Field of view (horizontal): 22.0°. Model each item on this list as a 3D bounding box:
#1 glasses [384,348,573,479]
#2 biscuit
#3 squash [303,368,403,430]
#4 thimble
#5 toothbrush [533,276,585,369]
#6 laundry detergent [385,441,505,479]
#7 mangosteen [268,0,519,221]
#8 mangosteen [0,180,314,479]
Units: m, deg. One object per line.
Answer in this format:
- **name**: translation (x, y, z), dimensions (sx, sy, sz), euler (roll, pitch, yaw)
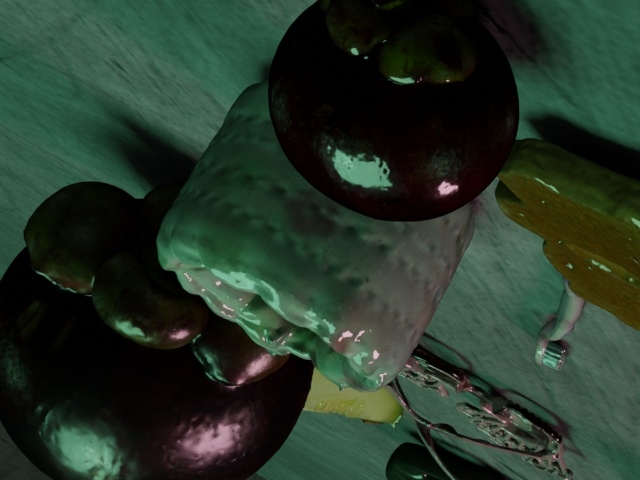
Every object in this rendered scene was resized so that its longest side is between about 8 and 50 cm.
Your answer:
- **glasses**: translation (0.135, 0.182, 1.594), dimensions (0.255, 0.095, 0.162), euler (35, 176, 0)
- **biscuit**: translation (0.180, 0.007, 0.952), dimensions (0.166, 0.036, 0.225), euler (25, 168, 33)
- **squash**: translation (-0.008, 0.157, 1.801), dimensions (0.252, 0.093, 0.169), euler (35, -148, -8)
- **thimble**: translation (0.000, 0.000, 1.107), dimensions (0.185, 0.149, 0.211), euler (27, 167, 13)
- **toothbrush**: translation (0.173, 0.057, 1.189), dimensions (0.027, 0.021, 0.269), euler (17, 165, 9)
- **laundry detergent**: translation (0.178, 0.312, 2.009), dimensions (0.144, 0.078, 0.222), euler (42, 165, -24)
- **mangosteen**: translation (0.036, -0.080, 0.807), dimensions (0.140, 0.140, 0.140), euler (31, 167, 8)
- **mangosteen**: translation (-0.149, 0.080, 1.502), dimensions (0.307, 0.307, 0.347), euler (31, 140, 9)
